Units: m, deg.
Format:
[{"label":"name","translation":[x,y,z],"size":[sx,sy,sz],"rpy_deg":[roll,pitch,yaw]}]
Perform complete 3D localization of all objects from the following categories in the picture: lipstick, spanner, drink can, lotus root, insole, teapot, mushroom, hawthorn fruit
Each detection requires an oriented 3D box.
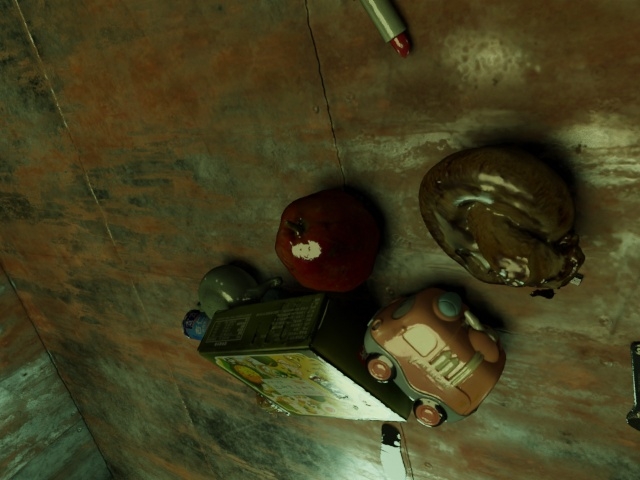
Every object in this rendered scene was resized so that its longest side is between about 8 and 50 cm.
[{"label":"lipstick","translation":[0.104,-0.399,0.984],"size":[0.063,0.057,0.186],"rpy_deg":[-22,108,45]},{"label":"spanner","translation":[0.595,0.277,1.063],"size":[0.046,0.012,0.209],"rpy_deg":[4,120,38]},{"label":"drink can","translation":[-0.310,0.266,1.721],"size":[0.235,0.097,0.097],"rpy_deg":[2,118,39]},{"label":"lotus root","translation":[-0.128,0.444,1.683],"size":[0.081,0.112,0.122],"rpy_deg":[-29,130,36]},{"label":"insole","translation":[0.201,0.600,1.598],"size":[0.080,0.003,0.232],"rpy_deg":[11,124,33]},{"label":"teapot","translation":[-0.242,0.156,1.574],"size":[0.294,0.129,0.193],"rpy_deg":[-14,109,45]},{"label":"mushroom","translation":[0.313,-0.031,0.954],"size":[0.283,0.195,0.263],"rpy_deg":[52,147,22]},{"label":"hawthorn fruit","translation":[0.000,0.000,1.181],"size":[0.224,0.261,0.224],"rpy_deg":[-2,86,26]}]

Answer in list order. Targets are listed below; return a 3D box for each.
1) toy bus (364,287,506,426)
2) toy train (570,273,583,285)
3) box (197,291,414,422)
[{"label":"toy bus","translation":[0.248,0.226,1.188],"size":[0.287,0.194,0.232],"rpy_deg":[45,128,7]},{"label":"toy train","translation":[0.436,0.058,1.042],"size":[0.083,0.017,0.017],"rpy_deg":[24,128,25]},{"label":"box","translation":[-0.033,0.300,1.395],"size":[0.420,0.138,0.373],"rpy_deg":[-12,134,42]}]
